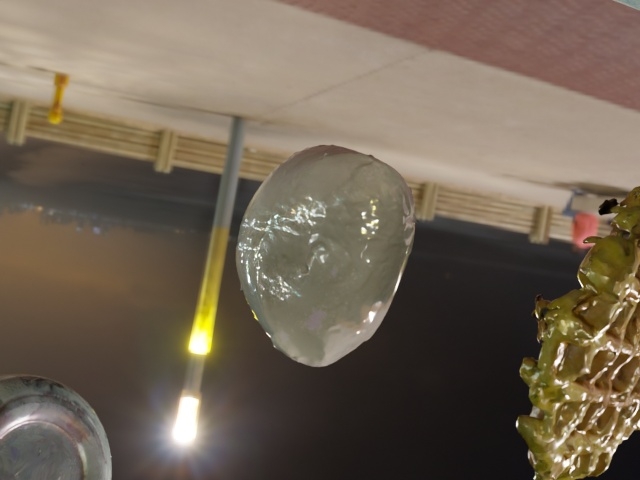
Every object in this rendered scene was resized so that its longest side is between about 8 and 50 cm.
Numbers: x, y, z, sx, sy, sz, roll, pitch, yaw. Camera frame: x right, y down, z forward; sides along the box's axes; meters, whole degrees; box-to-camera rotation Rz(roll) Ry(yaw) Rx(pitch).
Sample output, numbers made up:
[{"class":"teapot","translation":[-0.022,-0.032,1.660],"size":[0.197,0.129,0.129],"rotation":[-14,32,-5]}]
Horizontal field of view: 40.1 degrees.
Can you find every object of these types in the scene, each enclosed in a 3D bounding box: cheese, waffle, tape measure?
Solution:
[{"class":"cheese","translation":[0.000,0.000,0.843],"size":[0.154,0.198,0.189],"rotation":[22,-169,-7]},{"class":"waffle","translation":[0.278,0.077,0.789],"size":[0.068,0.302,0.325],"rotation":[25,-130,36]},{"class":"tape measure","translation":[-0.394,0.305,1.091],"size":[0.147,0.275,0.256],"rotation":[-11,156,38]}]

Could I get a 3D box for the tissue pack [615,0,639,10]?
[{"class":"tissue pack","translation":[0.314,-0.222,0.689],"size":[0.263,0.089,0.177],"rotation":[24,-173,15]}]
